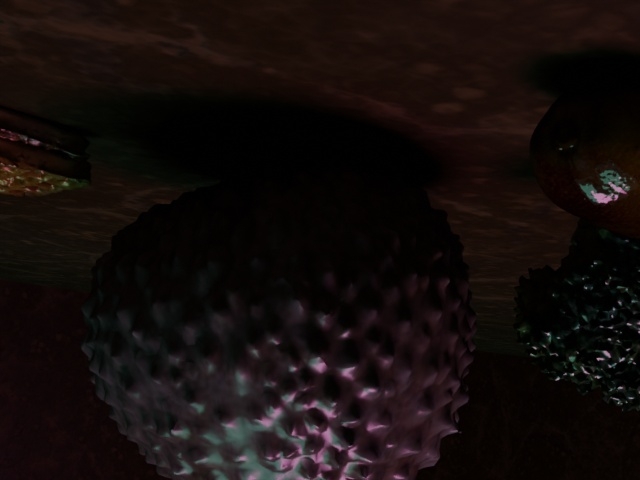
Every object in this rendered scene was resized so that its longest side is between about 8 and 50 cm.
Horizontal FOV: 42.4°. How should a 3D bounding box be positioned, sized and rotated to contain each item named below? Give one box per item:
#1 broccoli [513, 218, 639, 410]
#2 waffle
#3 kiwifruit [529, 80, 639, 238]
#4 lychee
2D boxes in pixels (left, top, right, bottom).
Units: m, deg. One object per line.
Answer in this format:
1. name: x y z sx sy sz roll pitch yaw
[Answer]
1. broccoli: 0.232 0.027 0.570 0.220 0.194 0.194 -17 172 -4
2. waffle: -0.249 -0.068 0.589 0.102 0.042 0.148 -5 166 44
3. kiwifruit: 0.156 -0.038 0.413 0.124 0.075 0.075 19 165 -37
4. lychee: -0.028 0.071 0.597 0.300 0.300 0.300 6 171 1
